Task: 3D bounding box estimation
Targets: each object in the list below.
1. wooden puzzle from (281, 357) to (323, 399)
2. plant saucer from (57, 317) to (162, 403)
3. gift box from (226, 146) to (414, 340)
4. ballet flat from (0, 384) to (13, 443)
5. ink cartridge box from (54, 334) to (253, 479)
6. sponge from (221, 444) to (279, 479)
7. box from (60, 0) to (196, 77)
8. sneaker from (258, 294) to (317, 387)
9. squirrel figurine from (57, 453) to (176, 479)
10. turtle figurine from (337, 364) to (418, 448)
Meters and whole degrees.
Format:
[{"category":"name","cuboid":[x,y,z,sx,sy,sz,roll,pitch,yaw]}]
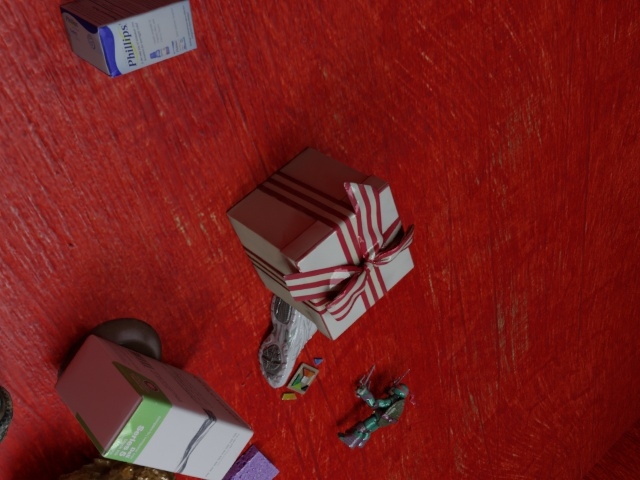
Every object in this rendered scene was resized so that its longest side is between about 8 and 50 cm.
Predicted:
[{"category":"wooden puzzle","cuboid":[-0.039,0.318,1.668,0.078,0.014,0.116,24,96,-48]},{"category":"plant saucer","cuboid":[-0.364,0.233,1.297,0.199,0.036,0.198,-22,126,-33]},{"category":"gift box","cuboid":[0.000,0.000,1.333,0.255,0.258,0.276,-45,137,-15]},{"category":"ballet flat","cuboid":[-0.669,0.332,0.998,0.483,0.164,0.182,-15,144,-39]},{"category":"ink cartridge box","cuboid":[-0.277,0.288,1.235,0.114,0.198,0.273,-56,138,-2]},{"category":"sponge","cuboid":[-0.196,0.571,1.659,0.210,0.031,0.117,-43,137,-15]},{"category":"box","cuboid":[-0.264,-0.294,1.007,0.137,0.126,0.072,-28,132,-28]},{"category":"sneaker","cuboid":[-0.054,0.205,1.534,0.115,0.090,0.232,-3,117,-46]},{"category":"squirrel figurine","cuboid":[-0.428,0.572,1.320,0.370,0.281,0.397,-15,109,-25]},{"category":"turtle figurine","cuboid":[0.147,0.418,1.836,0.234,0.118,0.175,-51,138,1]}]
